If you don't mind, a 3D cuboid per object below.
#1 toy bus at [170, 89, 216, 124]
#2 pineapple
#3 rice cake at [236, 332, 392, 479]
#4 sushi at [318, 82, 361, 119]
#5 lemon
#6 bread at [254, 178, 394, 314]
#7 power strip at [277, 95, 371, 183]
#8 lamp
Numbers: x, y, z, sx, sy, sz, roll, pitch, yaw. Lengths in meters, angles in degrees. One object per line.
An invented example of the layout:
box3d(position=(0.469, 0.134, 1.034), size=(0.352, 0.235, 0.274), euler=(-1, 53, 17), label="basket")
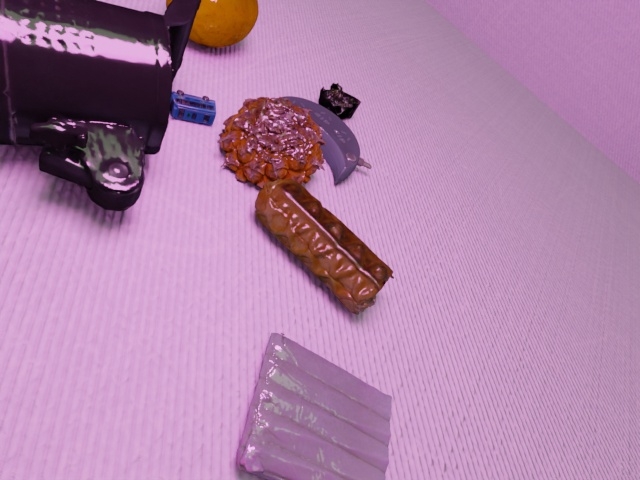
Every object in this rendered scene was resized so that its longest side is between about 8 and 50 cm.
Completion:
box3d(position=(-0.239, -0.246, 0.774), size=(0.083, 0.038, 0.046), euler=(4, 56, -30), label="toy bus")
box3d(position=(-0.083, -0.189, 0.767), size=(0.224, 0.076, 0.225), euler=(6, 67, -14), label="pineapple")
box3d(position=(0.000, 0.237, 0.532), size=(0.198, 0.037, 0.190), euler=(26, 45, -12), label="rice cake")
box3d(position=(0.036, -0.339, 1.020), size=(0.085, 0.056, 0.083), euler=(47, 52, 8), label="sushi")
box3d(position=(-0.233, -0.510, 0.907), size=(0.170, 0.170, 0.207), euler=(45, 38, 7), label="lemon")
box3d(position=(-0.001, 0.001, 0.691), size=(0.269, 0.098, 0.087), euler=(44, 2, 7), label="bread")
box3d(position=(0.002, -0.223, 0.901), size=(0.253, 0.054, 0.168), euler=(36, 45, -1), label="power strip")
box3d(position=(-0.344, -0.240, 0.577), size=(0.272, 0.205, 0.375), euler=(17, 58, -26), label="lamp")
